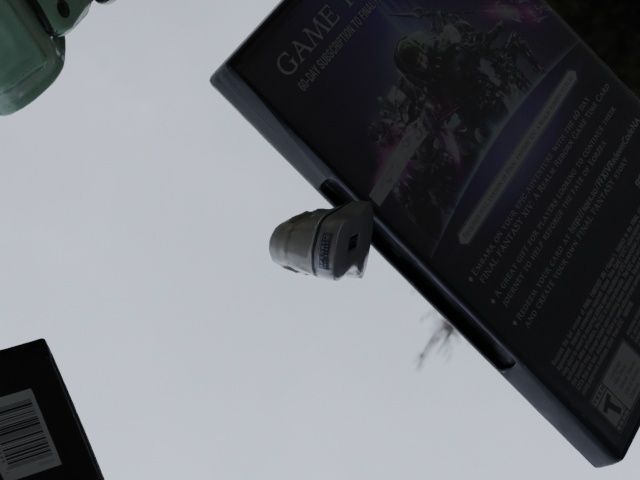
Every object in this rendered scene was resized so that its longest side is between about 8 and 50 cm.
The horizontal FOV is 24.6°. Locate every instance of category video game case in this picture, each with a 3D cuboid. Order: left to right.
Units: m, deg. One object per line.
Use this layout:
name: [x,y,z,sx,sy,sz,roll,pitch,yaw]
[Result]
video game case: [0.094,-0.045,0.759,0.274,0.026,0.196,44,-127,-9]

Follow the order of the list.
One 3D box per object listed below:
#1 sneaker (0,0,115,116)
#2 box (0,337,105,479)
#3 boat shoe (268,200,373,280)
sneaker: [-0.150,-0.116,0.549,0.151,0.094,0.256,59,-167,-10]
box: [-0.280,0.199,1.245,0.108,0.207,0.153,-16,-107,-33]
boat shoe: [0.000,0.000,0.635,0.035,0.035,0.100,8,-172,12]
